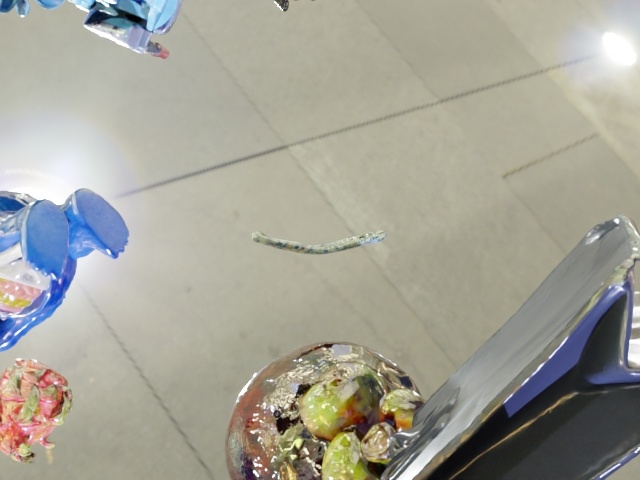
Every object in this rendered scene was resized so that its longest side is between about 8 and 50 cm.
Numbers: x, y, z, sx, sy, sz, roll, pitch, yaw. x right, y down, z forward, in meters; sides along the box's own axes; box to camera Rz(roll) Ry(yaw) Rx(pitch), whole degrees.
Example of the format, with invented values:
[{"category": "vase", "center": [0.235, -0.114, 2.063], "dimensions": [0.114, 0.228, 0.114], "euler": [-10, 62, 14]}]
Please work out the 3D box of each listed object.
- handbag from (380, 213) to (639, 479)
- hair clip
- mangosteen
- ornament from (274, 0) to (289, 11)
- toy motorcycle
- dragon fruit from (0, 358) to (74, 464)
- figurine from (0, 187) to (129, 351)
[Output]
[{"category": "handbag", "center": [0.182, 0.140, 0.816], "dimensions": [0.122, 0.329, 0.303], "euler": [45, 16, 4]}, {"category": "hair clip", "center": [0.000, 0.003, 1.464], "dimensions": [0.229, 0.066, 0.036], "euler": [-1, 96, -26]}, {"category": "mangosteen", "center": [0.022, 0.272, 1.253], "dimensions": [0.311, 0.311, 0.311], "euler": [23, 43, -23]}, {"category": "ornament", "center": [-0.097, -0.377, 1.116], "dimensions": [0.236, 0.202, 0.080], "euler": [14, 14, 29]}, {"category": "toy motorcycle", "center": [-0.244, -0.258, 0.898], "dimensions": [0.272, 0.123, 0.182], "euler": [25, 3, 18]}, {"category": "dragon fruit", "center": [-0.547, 0.321, 1.788], "dimensions": [0.166, 0.160, 0.172], "euler": [50, 61, -38]}, {"category": "figurine", "center": [-0.306, 0.029, 0.872], "dimensions": [0.120, 0.262, 0.164], "euler": [66, 16, 14]}]
